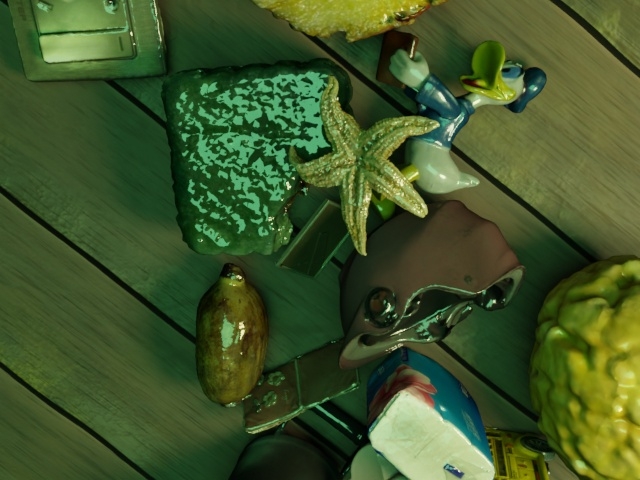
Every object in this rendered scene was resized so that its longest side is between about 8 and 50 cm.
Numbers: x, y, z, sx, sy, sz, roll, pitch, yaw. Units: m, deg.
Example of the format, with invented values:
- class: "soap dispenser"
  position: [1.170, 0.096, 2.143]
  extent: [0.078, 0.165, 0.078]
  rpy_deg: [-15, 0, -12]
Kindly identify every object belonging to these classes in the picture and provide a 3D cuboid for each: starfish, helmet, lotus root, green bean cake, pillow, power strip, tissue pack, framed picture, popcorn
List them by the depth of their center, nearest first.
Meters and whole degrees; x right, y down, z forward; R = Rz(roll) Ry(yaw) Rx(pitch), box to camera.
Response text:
- class: "starfish"
  position: [0.066, -0.115, 1.205]
  extent: [0.235, 0.062, 0.277]
  rpy_deg: [-9, 92, 17]
- class: "popcorn"
  position: [0.501, 0.230, 1.276]
  extent: [0.390, 0.344, 0.354]
  rpy_deg: [38, 97, -9]
- class: "helmet"
  position: [0.152, 0.059, 1.334]
  extent: [0.338, 0.271, 0.197]
  rpy_deg: [-28, 71, 20]
- class: "green bean cake"
  position: [-0.090, -0.139, 1.349]
  extent: [0.300, 0.169, 0.308]
  rpy_deg: [-2, 103, 8]
- class: "power strip"
  position: [-0.390, -0.395, 1.361]
  extent: [0.256, 0.092, 0.251]
  rpy_deg: [-1, 111, 5]
- class: "tissue pack"
  position: [0.183, 0.303, 1.363]
  extent: [0.209, 0.270, 0.137]
  rpy_deg: [43, 98, -2]
- class: "framed picture"
  position: [0.000, 0.000, 1.409]
  extent: [0.149, 0.109, 0.011]
  rpy_deg: [-51, 51, 13]
- class: "lotus root"
  position: [-0.156, 0.162, 1.430]
  extent: [0.128, 0.145, 0.260]
  rpy_deg: [2, 102, 2]
- class: "pillow"
  position: [-0.037, 0.257, 1.456]
  extent: [0.232, 0.126, 0.043]
  rpy_deg: [-26, 130, 9]

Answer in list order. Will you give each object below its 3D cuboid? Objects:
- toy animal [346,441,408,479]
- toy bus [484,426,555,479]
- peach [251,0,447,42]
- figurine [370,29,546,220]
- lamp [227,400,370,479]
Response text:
- class: "toy animal"
  position: [0.137, 0.417, 1.446]
  extent: [0.124, 0.212, 0.124]
  rpy_deg: [-12, 66, 29]
- class: "toy bus"
  position: [0.316, 0.437, 1.349]
  extent: [0.152, 0.330, 0.144]
  rpy_deg: [10, 103, 7]
- class: "peach"
  position: [0.061, -0.483, 1.173]
  extent: [0.416, 0.339, 0.353]
  rpy_deg: [-42, 55, -4]
- class: "figurine"
  position: [0.200, -0.221, 1.328]
  extent: [0.338, 0.204, 0.284]
  rpy_deg: [-22, 92, -2]
- class: "lamp"
  position: [-0.079, 0.483, 1.428]
  extent: [0.205, 0.272, 0.374]
  rpy_deg: [36, 103, -4]
